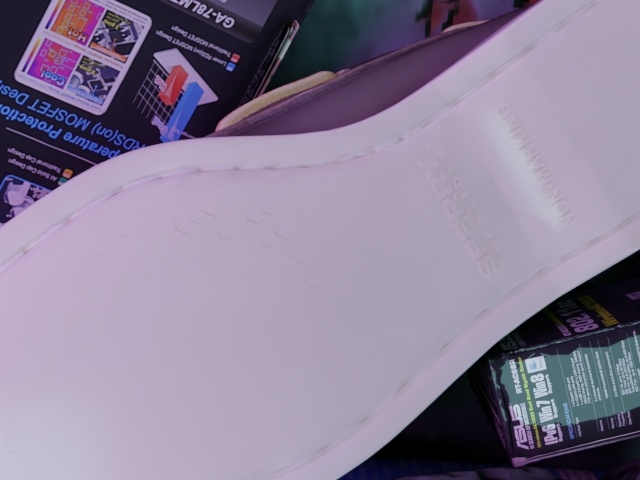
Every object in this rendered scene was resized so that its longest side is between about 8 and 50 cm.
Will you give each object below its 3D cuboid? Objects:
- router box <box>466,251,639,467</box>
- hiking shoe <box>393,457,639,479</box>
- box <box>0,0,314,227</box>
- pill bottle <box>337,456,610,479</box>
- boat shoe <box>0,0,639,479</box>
[{"bbox_3d":[0.098,0.036,0.549,0.092,0.122,0.038,-14,97,0],"label":"router box"},{"bbox_3d":[0.060,0.126,0.473,0.227,0.086,0.114,-8,73,-8],"label":"hiking shoe"},{"bbox_3d":[-0.176,-0.054,0.492,0.296,0.073,0.293,22,105,-29],"label":"box"},{"bbox_3d":[0.015,0.139,0.575,0.222,0.124,0.124,5,106,-4],"label":"pill bottle"},{"bbox_3d":[0.002,0.004,0.497,0.305,0.091,0.109,-28,94,-19],"label":"boat shoe"}]
